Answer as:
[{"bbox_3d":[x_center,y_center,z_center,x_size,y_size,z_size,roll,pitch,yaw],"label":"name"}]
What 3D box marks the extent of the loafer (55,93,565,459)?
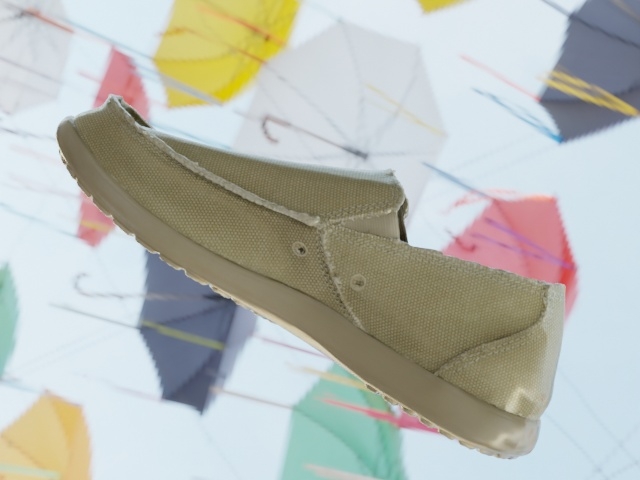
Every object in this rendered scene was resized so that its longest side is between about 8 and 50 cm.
[{"bbox_3d":[0.000,0.000,0.710,0.268,0.102,0.092,32,-91,6],"label":"loafer"}]
